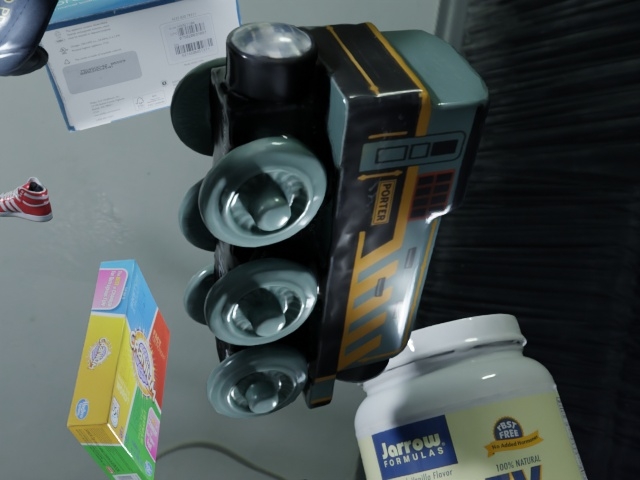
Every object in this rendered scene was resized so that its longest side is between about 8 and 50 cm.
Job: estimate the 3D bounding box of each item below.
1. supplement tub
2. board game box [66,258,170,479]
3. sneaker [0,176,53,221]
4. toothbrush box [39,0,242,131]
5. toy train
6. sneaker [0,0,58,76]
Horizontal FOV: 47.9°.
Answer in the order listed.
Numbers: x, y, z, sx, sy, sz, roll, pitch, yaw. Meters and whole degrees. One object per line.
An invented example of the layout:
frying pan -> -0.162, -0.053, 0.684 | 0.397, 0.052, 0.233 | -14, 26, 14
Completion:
supplement tub -> 0.171, 0.267, 0.805 | 0.236, 0.235, 0.324 | 2, 66, -39
board game box -> -0.337, 0.229, 1.248 | 0.242, 0.064, 0.316 | 81, 5, -50
sneaker -> -0.489, -0.071, 1.151 | 0.119, 0.042, 0.067 | 8, 124, -1
toothbrush box -> -0.236, -0.269, 0.879 | 0.217, 0.295, 0.126 | -18, 127, -15
toy train -> 0.000, 0.000, 0.521 | 0.190, 0.142, 0.333 | -9, 133, -16
sneaker -> -0.220, -0.111, 0.347 | 0.131, 0.148, 0.350 | 39, 66, 17
